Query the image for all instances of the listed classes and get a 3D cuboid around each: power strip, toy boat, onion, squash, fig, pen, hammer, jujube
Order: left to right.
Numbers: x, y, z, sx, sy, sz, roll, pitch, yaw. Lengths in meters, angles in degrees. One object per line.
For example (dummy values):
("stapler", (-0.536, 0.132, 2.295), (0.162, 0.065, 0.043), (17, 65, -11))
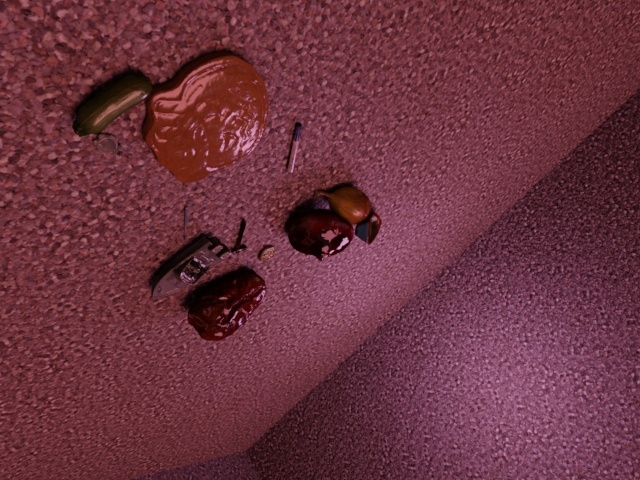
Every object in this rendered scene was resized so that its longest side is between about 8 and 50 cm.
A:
("power strip", (-0.545, -0.243, 1.374), (0.055, 0.035, 0.083), (-42, 149, 9))
("squash", (-0.499, -0.325, 1.267), (0.219, 0.068, 0.077), (-37, 168, 1))
("toy boat", (-0.477, 0.107, 1.904), (0.319, 0.092, 0.141), (-36, 150, 0))
("jujube", (-0.366, 0.259, 2.156), (0.342, 0.216, 0.216), (-40, 155, -24))
("hammer", (-0.297, -0.019, 2.001), (0.065, 0.021, 0.178), (-17, 143, -34))
("pen", (-0.089, -0.311, 1.796), (0.025, 0.025, 0.204), (-20, 146, -29))
("onion", (0.000, 0.000, 2.127), (0.272, 0.195, 0.272), (3, 156, 1))
("fig", (0.076, -0.153, 2.128), (0.257, 0.159, 0.159), (18, 122, -32))
("toy boat", (0.210, -0.058, 2.308), (0.392, 0.079, 0.136), (-32, 127, -76))

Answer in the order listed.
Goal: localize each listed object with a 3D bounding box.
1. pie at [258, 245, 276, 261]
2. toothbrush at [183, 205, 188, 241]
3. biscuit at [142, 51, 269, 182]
("pie", (-0.220, 0.055, 2.192), (0.084, 0.021, 0.084), (-30, 149, -20))
("toothbrush", (-0.451, -0.054, 1.778), (0.011, 0.014, 0.167), (-11, 143, -25))
("biscuit", (-0.308, -0.331, 1.483), (0.365, 0.062, 0.385), (-30, 151, -12))
